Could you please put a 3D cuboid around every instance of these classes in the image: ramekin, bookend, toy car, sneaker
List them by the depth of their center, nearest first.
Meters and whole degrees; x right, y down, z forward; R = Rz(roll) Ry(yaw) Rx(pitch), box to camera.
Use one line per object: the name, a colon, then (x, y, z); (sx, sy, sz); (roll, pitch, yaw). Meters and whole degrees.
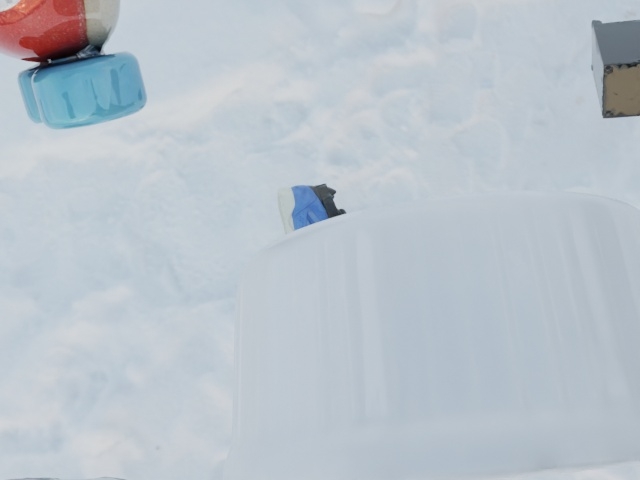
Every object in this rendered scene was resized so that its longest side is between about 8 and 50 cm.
ramekin: (0.078, 0.070, 0.504); (0.277, 0.277, 0.135); (-14, 73, 30)
toy car: (-0.267, -0.169, 0.576); (0.210, 0.238, 0.219); (23, 128, 64)
sneaker: (0.000, 0.000, 1.073); (0.084, 0.058, 0.152); (-9, 69, -8)
bookend: (0.429, -0.225, 1.092); (0.156, 0.157, 0.072); (-3, 123, 12)

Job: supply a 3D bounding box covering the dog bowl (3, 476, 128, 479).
dog bowl: (-0.340, 0.452, 0.961); (0.408, 0.150, 0.408); (-26, 49, 34)
